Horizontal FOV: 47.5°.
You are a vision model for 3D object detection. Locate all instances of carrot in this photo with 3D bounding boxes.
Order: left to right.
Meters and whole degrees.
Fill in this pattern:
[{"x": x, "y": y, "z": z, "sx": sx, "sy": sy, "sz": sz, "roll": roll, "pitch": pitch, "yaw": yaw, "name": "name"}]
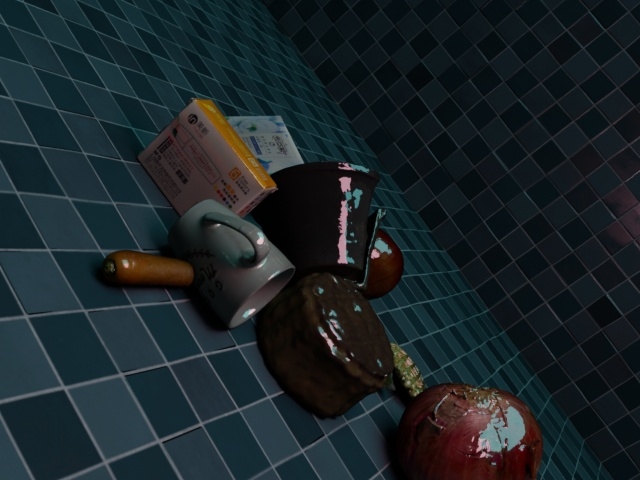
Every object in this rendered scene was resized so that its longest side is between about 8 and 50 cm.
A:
[{"x": -0.326, "y": 0.056, "z": 1.371, "sx": 0.067, "sy": 0.067, "sz": 0.225, "roll": 58, "pitch": 17, "yaw": 21, "name": "carrot"}]

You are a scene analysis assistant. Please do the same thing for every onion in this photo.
[{"x": 0.355, "y": 0.483, "z": 1.724, "sx": 0.353, "sy": 0.353, "sz": 0.354, "roll": 44, "pitch": 19, "yaw": -20, "name": "onion"}]

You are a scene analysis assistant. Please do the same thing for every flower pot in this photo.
[{"x": 0.000, "y": 0.000, "z": 1.844, "sx": 0.379, "sy": 0.379, "sz": 0.251, "roll": 29, "pitch": 49, "yaw": -48, "name": "flower pot"}]

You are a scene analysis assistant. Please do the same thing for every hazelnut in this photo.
[{"x": 0.124, "y": 0.082, "z": 2.115, "sx": 0.217, "sy": 0.251, "sz": 0.217, "roll": 9, "pitch": 57, "yaw": -14, "name": "hazelnut"}]

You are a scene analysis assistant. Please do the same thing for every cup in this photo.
[{"x": -0.185, "y": 0.020, "z": 1.495, "sx": 0.234, "sy": 0.258, "sz": 0.186, "roll": 47, "pitch": 57, "yaw": 9, "name": "cup"}]

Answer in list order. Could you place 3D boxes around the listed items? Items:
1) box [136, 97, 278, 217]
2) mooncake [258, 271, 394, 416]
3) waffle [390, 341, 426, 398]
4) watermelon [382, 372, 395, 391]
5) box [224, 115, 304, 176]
[{"x": -0.265, "y": -0.161, "z": 1.687, "sx": 0.274, "sy": 0.220, "sz": 0.091, "roll": 54, "pitch": 21, "yaw": 4, "name": "box"}, {"x": 0.019, "y": 0.228, "z": 1.663, "sx": 0.324, "sy": 0.187, "sz": 0.324, "roll": 43, "pitch": 22, "yaw": -22, "name": "mooncake"}, {"x": 0.260, "y": 0.396, "z": 2.073, "sx": 0.208, "sy": 0.054, "sz": 0.214, "roll": 56, "pitch": 9, "yaw": -35, "name": "waffle"}, {"x": 0.159, "y": 0.335, "z": 1.987, "sx": 0.139, "sy": 0.071, "sz": 0.187, "roll": 56, "pitch": 18, "yaw": -61, "name": "watermelon"}, {"x": -0.174, "y": -0.225, "z": 2.049, "sx": 0.203, "sy": 0.116, "sz": 0.274, "roll": -4, "pitch": 49, "yaw": -26, "name": "box"}]
